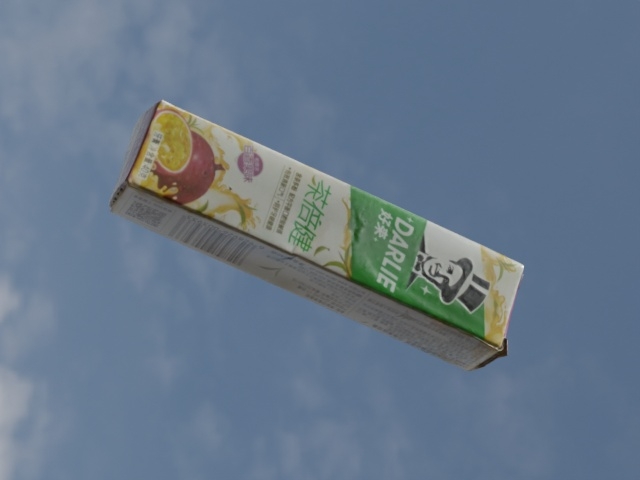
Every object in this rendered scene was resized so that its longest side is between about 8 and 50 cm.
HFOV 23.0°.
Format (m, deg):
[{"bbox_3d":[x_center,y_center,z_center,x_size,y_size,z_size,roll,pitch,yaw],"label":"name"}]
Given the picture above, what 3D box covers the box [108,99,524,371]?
[{"bbox_3d":[0.000,0.000,0.769,0.041,0.207,0.050,-45,-156,61],"label":"box"}]
